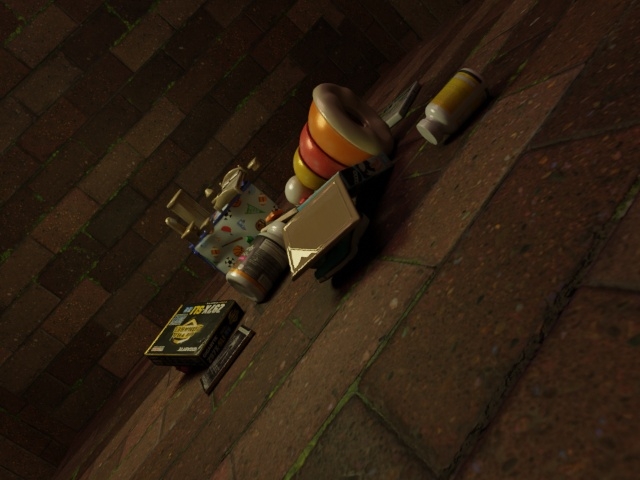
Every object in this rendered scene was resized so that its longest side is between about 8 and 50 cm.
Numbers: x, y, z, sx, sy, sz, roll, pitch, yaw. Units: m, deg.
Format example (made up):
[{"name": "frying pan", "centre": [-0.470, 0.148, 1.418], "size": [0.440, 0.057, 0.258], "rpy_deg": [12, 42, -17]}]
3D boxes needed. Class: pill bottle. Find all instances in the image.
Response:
[{"name": "pill bottle", "centre": [-0.201, 0.072, 1.493], "size": [0.278, 0.162, 0.162], "rpy_deg": [-55, 15, -25]}, {"name": "pill bottle", "centre": [0.340, -0.343, 1.064], "size": [0.184, 0.103, 0.103], "rpy_deg": [-47, 14, 5]}]

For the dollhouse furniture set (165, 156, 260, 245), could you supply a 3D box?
[{"name": "dollhouse furniture set", "centre": [-0.438, -0.206, 1.662], "size": [0.355, 0.174, 0.303], "rpy_deg": [-39, 25, 21]}]

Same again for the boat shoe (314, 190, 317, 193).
[{"name": "boat shoe", "centre": [-0.023, -0.153, 1.820], "size": [0.065, 0.075, 0.206], "rpy_deg": [17, 50, 27]}]

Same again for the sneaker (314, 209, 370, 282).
[{"name": "sneaker", "centre": [0.035, 0.001, 1.063], "size": [0.107, 0.110, 0.275], "rpy_deg": [-36, 19, 41]}]

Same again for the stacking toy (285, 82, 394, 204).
[{"name": "stacking toy", "centre": [0.008, -0.306, 1.554], "size": [0.480, 0.350, 0.351], "rpy_deg": [-47, 12, 33]}]

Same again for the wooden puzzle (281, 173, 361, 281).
[{"name": "wooden puzzle", "centre": [-0.002, -0.034, 1.014], "size": [0.221, 0.044, 0.239], "rpy_deg": [-42, 32, 19]}]

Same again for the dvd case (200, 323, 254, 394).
[{"name": "dvd case", "centre": [-0.297, 0.366, 1.294], "size": [0.221, 0.018, 0.164], "rpy_deg": [-54, 13, -17]}]

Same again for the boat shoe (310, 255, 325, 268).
[{"name": "boat shoe", "centre": [0.000, 0.000, 1.263], "size": [0.335, 0.095, 0.112], "rpy_deg": [-67, -13, -62]}]

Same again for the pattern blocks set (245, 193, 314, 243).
[{"name": "pattern blocks set", "centre": [-0.147, -0.063, 1.652], "size": [0.324, 0.026, 0.285], "rpy_deg": [-28, -20, -8]}]

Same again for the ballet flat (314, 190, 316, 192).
[{"name": "ballet flat", "centre": [0.018, -0.257, 1.920], "size": [0.206, 0.073, 0.067], "rpy_deg": [-37, 3, 28]}]

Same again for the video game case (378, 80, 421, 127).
[{"name": "video game case", "centre": [0.309, -0.571, 1.933], "size": [0.329, 0.036, 0.300], "rpy_deg": [-33, 21, 51]}]

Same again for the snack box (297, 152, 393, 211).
[{"name": "snack box", "centre": [0.085, -0.167, 1.257], "size": [0.187, 0.060, 0.322], "rpy_deg": [-38, -3, 38]}]

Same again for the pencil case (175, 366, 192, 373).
[{"name": "pencil case", "centre": [-0.506, 0.426, 1.643], "size": [0.209, 0.095, 0.098], "rpy_deg": [-57, 1, -40]}]

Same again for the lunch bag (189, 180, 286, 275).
[{"name": "lunch bag", "centre": [-0.342, -0.021, 1.833], "size": [0.385, 0.328, 0.239], "rpy_deg": [-53, 19, -8]}]

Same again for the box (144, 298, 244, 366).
[{"name": "box", "centre": [-0.478, 0.351, 1.560], "size": [0.322, 0.079, 0.257], "rpy_deg": [-10, 34, 35]}]
